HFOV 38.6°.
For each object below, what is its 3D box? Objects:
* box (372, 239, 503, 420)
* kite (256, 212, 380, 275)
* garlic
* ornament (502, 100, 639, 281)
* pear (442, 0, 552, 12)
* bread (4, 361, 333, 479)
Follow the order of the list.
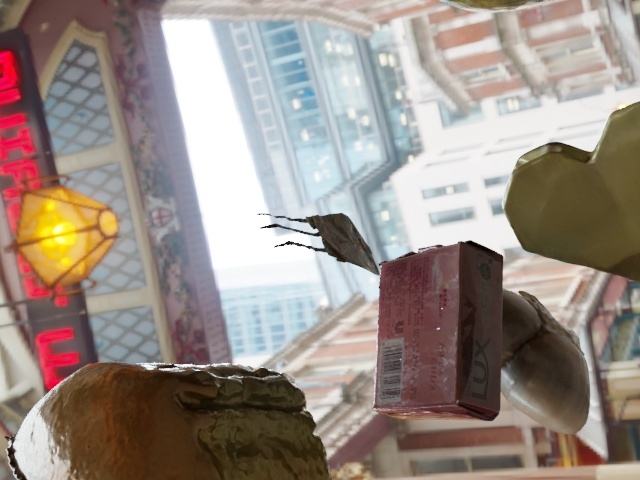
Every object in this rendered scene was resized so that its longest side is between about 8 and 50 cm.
[{"bbox_3d":[0.105,0.082,0.811,0.060,0.111,0.156,17,-111,-34],"label":"box"},{"bbox_3d":[0.002,-0.002,1.346,0.229,0.016,0.127,5,-138,-48],"label":"kite"},{"bbox_3d":[0.191,0.112,0.895,0.174,0.099,0.124,39,-165,5],"label":"garlic"},{"bbox_3d":[0.290,-0.031,0.864,0.180,0.201,0.059,58,-150,-8],"label":"ornament"},{"bbox_3d":[0.237,-0.442,1.071,0.413,0.352,0.352,-99,-10,-68],"label":"pear"},{"bbox_3d":[-0.110,0.168,0.690,0.204,0.262,0.163,8,-76,-53],"label":"bread"}]
